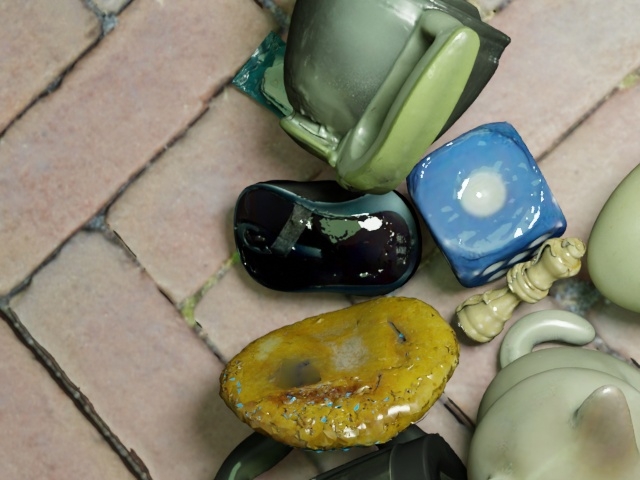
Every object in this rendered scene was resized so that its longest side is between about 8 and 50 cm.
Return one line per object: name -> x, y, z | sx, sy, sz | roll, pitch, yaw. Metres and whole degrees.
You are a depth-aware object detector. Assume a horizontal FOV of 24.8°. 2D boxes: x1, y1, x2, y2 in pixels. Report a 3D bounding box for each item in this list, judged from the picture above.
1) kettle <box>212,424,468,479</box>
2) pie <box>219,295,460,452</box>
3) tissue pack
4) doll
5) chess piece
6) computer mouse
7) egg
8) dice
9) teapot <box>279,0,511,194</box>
kettle -> 0.008, 0.337, 1.596 | 0.324, 0.228, 0.321 | -26, 68, 14
pie -> 0.021, 0.146, 1.609 | 0.273, 0.273, 0.069 | -11, 118, 12
tissue pack -> -0.030, -0.182, 1.760 | 0.138, 0.028, 0.085 | 40, 97, 10
doll -> 0.257, 0.220, 1.494 | 0.215, 0.370, 0.226 | -34, 95, 10
chess piece -> 0.227, 0.049, 1.613 | 0.172, 0.060, 0.060 | -43, 74, 35
computer mouse -> 0.000, 0.000, 1.674 | 0.233, 0.096, 0.137 | 3, 104, 21
egg -> 0.404, -0.013, 1.548 | 0.253, 0.188, 0.189 | -32, 77, 15
dice -> 0.184, -0.040, 1.628 | 0.143, 0.146, 0.146 | -30, 76, 7
teapot -> 0.086, -0.170, 1.609 | 0.321, 0.239, 0.239 | 36, 104, 43
